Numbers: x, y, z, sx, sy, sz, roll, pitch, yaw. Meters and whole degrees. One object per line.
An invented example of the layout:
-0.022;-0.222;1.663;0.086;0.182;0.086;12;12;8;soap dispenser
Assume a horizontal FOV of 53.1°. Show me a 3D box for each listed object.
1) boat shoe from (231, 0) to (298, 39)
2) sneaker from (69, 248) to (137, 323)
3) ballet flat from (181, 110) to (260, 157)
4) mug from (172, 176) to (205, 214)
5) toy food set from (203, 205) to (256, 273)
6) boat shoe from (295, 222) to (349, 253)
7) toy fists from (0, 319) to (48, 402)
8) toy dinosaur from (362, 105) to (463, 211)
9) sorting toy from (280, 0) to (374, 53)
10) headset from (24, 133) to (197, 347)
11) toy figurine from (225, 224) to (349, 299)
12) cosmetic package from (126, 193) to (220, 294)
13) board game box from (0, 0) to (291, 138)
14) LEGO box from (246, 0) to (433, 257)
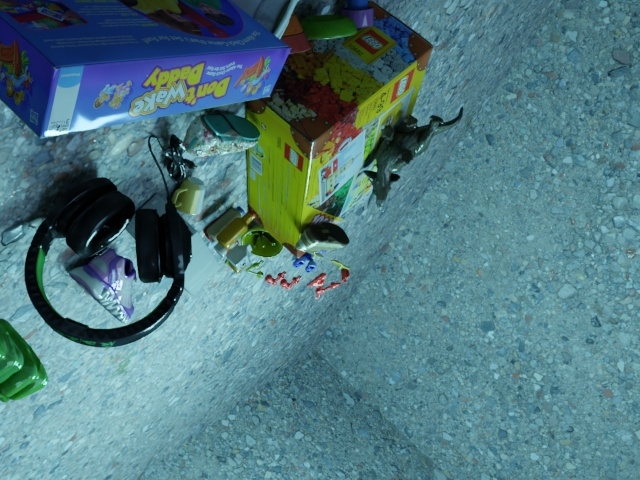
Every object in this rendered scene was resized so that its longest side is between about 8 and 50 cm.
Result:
-0.101;-0.352;0.980;0.320;0.118;0.103;-53;-168;3;boat shoe
-0.414;0.089;1.301;0.104;0.095;0.236;-51;165;-20;sneaker
-0.192;-0.196;1.207;0.077;0.091;0.241;-41;174;18;ballet flat
-0.266;-0.092;1.307;0.078;0.062;0.064;-93;-154;-63;mug
-0.207;-0.011;1.564;0.104;0.111;0.232;-44;161;-13;toy food set
0.000;0.000;1.551;0.072;0.068;0.190;-40;158;24;boat shoe
-0.550;0.193;1.075;0.096;0.142;0.279;-42;163;-21;toy fists
0.198;-0.222;1.485;0.313;0.121;0.160;-49;177;-15;toy dinosaur
-0.010;-0.434;1.172;0.365;0.127;0.126;-36;131;-46;sorting toy
-0.323;-0.008;1.085;0.185;0.243;0.394;121;-9;-66;headset
-0.092;-0.001;1.885;0.362;0.217;0.191;22;134;-28;toy figurine
-0.305;0.015;1.342;0.107;0.127;0.238;-46;163;-10;cosmetic package
-0.230;-0.242;0.731;0.347;0.233;0.078;-27;154;-51;board game box
0.024;-0.236;1.500;0.372;0.193;0.500;-41;163;-23;LEGO box
